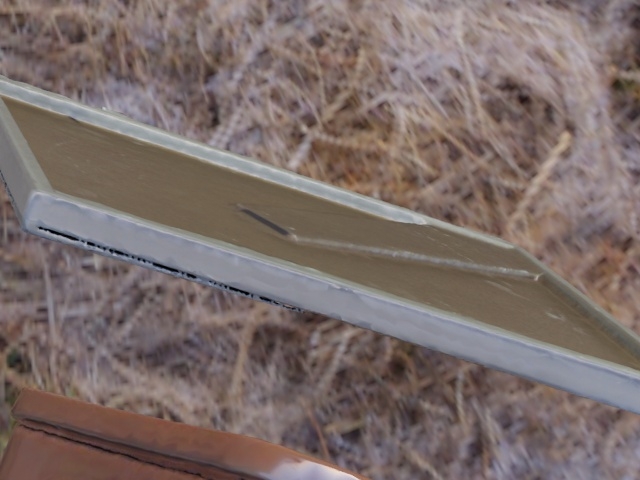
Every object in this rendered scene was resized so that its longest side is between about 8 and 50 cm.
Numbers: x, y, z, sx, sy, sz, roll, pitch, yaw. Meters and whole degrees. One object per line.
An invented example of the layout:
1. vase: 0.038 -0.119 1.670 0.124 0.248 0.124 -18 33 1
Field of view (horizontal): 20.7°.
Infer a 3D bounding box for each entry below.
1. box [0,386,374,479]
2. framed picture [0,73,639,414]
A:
1. box: 0.024 0.227 0.611 0.339 0.239 0.229 29 75 -29
2. framed picture: 0.000 0.000 0.848 0.335 0.247 0.022 18 101 -22
